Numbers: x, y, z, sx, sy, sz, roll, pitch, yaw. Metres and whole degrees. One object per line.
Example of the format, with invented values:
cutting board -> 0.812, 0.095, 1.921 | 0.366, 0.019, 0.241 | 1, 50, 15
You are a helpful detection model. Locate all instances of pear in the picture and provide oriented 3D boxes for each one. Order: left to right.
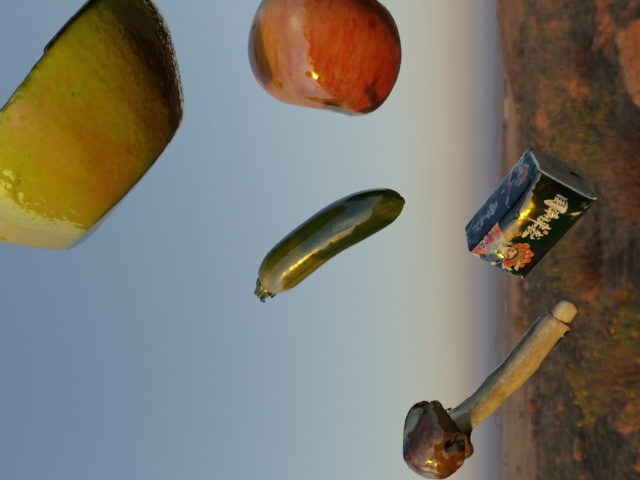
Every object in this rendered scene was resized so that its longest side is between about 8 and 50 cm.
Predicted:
pear -> -0.300, -0.139, 0.916 | 0.165, 0.399, 0.399 | 39, -144, -18

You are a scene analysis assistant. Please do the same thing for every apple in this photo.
apple -> 0.004, -0.255, 0.926 | 0.209, 0.209, 0.164 | -41, -35, -74

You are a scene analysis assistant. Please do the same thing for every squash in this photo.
squash -> 0.000, 0.000, 0.954 | 0.069, 0.258, 0.069 | 44, -155, -27

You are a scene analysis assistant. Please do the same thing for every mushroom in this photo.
mushroom -> 0.136, 0.117, 0.579 | 0.187, 0.061, 0.060 | -45, -28, -5

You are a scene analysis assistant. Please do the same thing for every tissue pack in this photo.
tissue pack -> 0.297, -0.039, 1.015 | 0.090, 0.103, 0.170 | -81, 18, -54
